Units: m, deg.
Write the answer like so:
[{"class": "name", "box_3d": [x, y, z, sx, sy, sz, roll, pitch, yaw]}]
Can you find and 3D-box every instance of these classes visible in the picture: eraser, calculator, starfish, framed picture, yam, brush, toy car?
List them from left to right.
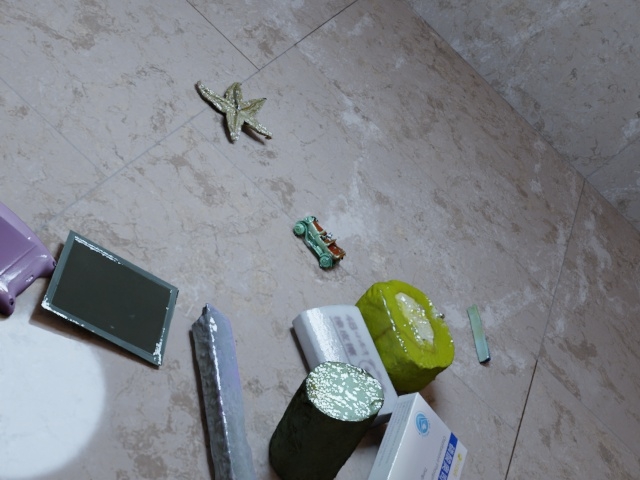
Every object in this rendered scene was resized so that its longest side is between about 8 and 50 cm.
[{"class": "calculator", "box_3d": [-0.610, -0.011, 1.467, 0.294, 0.043, 0.194, 43, 36, -7]}, {"class": "framed picture", "box_3d": [-0.392, 0.110, 1.581, 0.252, 0.014, 0.197, 33, 38, -26]}, {"class": "starfish", "box_3d": [-0.221, -0.344, 2.172, 0.240, 0.043, 0.227, 35, 35, -10]}, {"class": "toy car", "box_3d": [0.000, 0.000, 2.057, 0.143, 0.054, 0.073, 52, 36, 7]}, {"class": "yam", "box_3d": [0.005, 0.351, 1.574, 0.161, 0.268, 0.161, 14, 43, -14]}, {"class": "eraser", "box_3d": [0.059, 0.277, 1.824, 0.174, 0.095, 0.270, 1, 55, -42]}, {"class": "brush", "box_3d": [0.435, 0.255, 2.268, 0.030, 0.033, 0.178, 28, 40, -33]}]

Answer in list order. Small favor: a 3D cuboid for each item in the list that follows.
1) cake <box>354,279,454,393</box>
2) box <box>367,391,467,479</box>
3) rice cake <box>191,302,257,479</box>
[{"class": "cake", "box_3d": [0.194, 0.221, 1.956, 0.179, 0.156, 0.260, 11, 47, -37]}, {"class": "box", "box_3d": [0.185, 0.503, 1.681, 0.200, 0.065, 0.343, 50, 42, -20]}, {"class": "rice cake", "box_3d": [-0.185, 0.306, 1.577, 0.070, 0.064, 0.399, 24, 41, -43]}]
